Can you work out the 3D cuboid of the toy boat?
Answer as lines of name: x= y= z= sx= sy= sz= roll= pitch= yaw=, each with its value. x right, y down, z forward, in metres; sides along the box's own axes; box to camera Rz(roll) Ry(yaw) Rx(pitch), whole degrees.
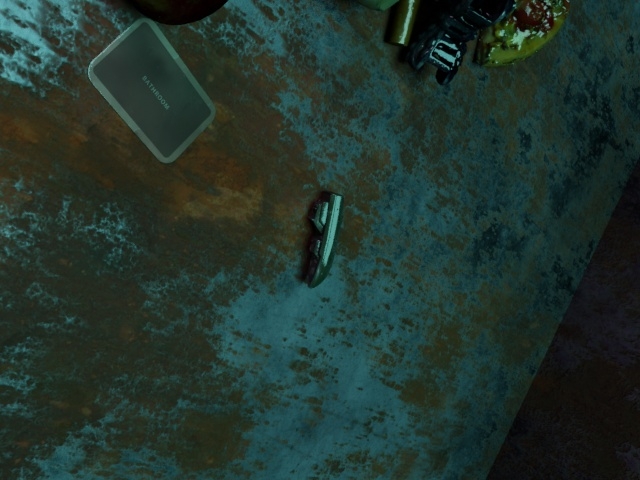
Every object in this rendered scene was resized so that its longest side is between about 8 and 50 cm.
toy boat: x=0.000 y=0.000 z=1.681 sx=0.085 sy=0.078 sz=0.261 roll=9 pitch=100 yaw=-20

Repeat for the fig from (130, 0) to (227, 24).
fig: x=-0.254 y=-0.507 z=1.152 sx=0.235 sy=0.214 sz=0.235 roll=-19 pitch=126 yaw=-28

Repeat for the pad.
pad: x=-0.331 y=-0.297 z=1.304 sx=0.176 sy=0.002 sz=0.266 roll=-50 pitch=133 yaw=-16

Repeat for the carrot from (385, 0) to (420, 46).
carrot: x=0.223 y=-0.612 z=1.644 sx=0.067 sy=0.067 sz=0.225 roll=3 pitch=107 yaw=-43

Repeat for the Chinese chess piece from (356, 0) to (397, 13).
Chinese chess piece: x=0.175 y=-0.677 z=1.404 sx=0.349 sy=0.146 sz=0.349 roll=-47 pitch=175 yaw=-6

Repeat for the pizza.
pizza: x=0.608 y=-0.739 z=1.901 sx=0.440 sy=0.130 sz=0.406 roll=-38 pitch=131 yaw=-26

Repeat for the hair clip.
hair clip: x=0.349 y=-0.564 z=1.654 sx=0.194 sy=0.310 sz=0.206 roll=28 pitch=47 yaw=-16
